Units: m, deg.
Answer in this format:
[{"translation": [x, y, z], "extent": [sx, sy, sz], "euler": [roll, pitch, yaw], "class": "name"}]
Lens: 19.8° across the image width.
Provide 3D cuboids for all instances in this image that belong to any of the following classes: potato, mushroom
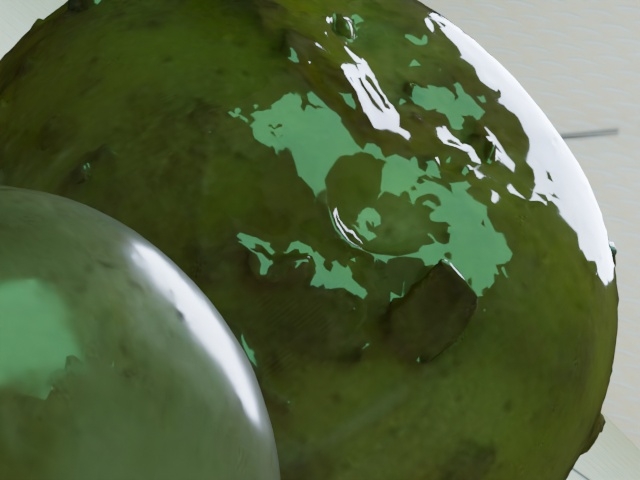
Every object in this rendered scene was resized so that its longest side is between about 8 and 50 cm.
[{"translation": [0.000, 0.000, 1.130], "extent": [0.442, 0.319, 0.385], "euler": [56, 0, 15], "class": "potato"}, {"translation": [-0.180, 0.111, 0.699], "extent": [0.290, 0.292, 0.292], "euler": [9, -15, 45], "class": "mushroom"}]
